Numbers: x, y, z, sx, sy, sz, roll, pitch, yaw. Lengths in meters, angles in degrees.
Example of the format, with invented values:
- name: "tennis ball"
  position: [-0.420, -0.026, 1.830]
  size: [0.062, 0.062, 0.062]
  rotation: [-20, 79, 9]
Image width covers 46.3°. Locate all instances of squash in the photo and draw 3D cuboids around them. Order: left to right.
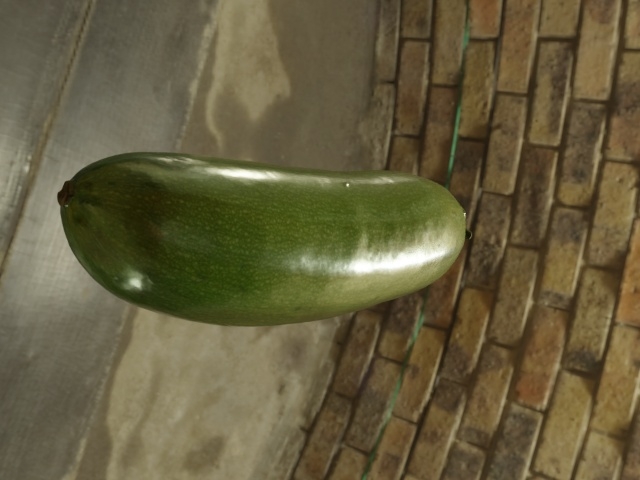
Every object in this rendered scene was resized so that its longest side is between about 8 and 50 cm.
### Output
- name: "squash"
  position: [0.000, 0.000, 0.517]
  size: [0.395, 0.107, 0.107]
  rotation: [-2, 103, -52]
